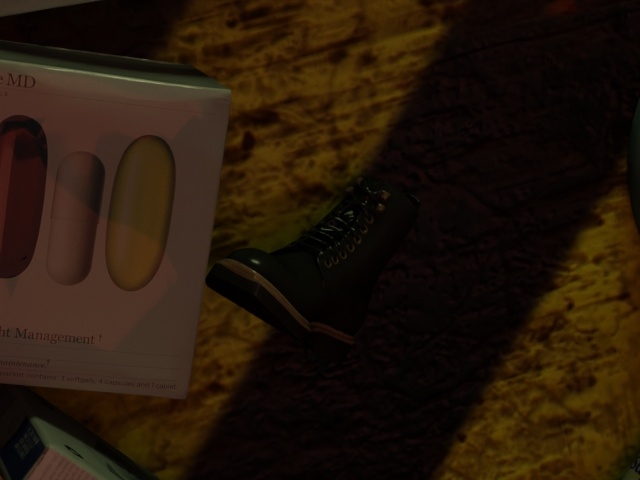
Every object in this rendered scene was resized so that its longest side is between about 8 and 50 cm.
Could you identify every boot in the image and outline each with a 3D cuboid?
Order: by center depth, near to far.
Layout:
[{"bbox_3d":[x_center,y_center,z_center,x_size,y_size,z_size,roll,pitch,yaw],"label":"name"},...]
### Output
[{"bbox_3d":[0.000,0.000,1.071,0.077,0.198,0.137,31,87,19],"label":"boot"}]

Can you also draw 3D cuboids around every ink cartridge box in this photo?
[{"bbox_3d":[-0.119,0.184,1.036,0.224,0.223,0.045,39,84,-19],"label":"ink cartridge box"}]

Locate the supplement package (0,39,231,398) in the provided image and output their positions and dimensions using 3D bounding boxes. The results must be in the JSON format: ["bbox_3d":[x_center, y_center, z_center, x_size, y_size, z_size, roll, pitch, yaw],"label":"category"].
[{"bbox_3d":[-0.176,-0.020,1.018,0.194,0.149,0.203,6,101,-16],"label":"supplement package"}]

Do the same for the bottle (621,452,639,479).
[{"bbox_3d":[0.271,0.227,1.208,0.092,0.118,0.283,34,92,-21],"label":"bottle"}]

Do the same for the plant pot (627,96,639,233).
[{"bbox_3d":[0.401,-0.052,1.145,0.293,0.196,0.293,-3,102,-14],"label":"plant pot"}]

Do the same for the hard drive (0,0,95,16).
[{"bbox_3d":[-0.196,-0.258,0.965,0.353,0.047,0.233,-9,113,-1],"label":"hard drive"}]
